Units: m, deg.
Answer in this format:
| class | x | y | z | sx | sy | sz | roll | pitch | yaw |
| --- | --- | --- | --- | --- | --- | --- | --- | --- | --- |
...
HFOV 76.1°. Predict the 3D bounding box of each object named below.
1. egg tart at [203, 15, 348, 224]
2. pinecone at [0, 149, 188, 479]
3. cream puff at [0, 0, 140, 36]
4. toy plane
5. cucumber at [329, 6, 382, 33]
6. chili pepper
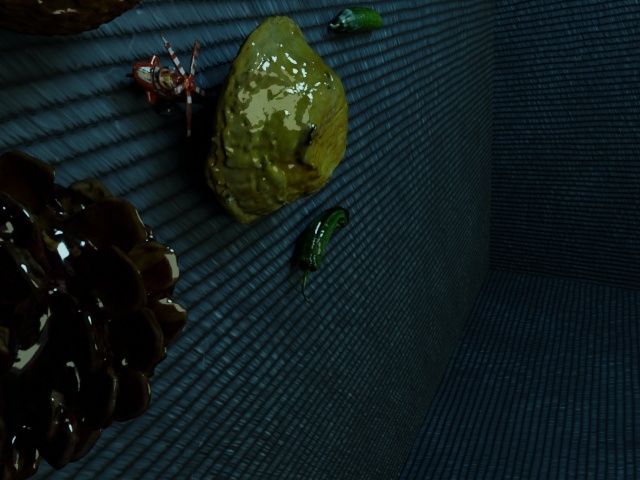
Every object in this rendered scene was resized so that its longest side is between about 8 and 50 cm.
| class | x | y | z | sx | sy | sz | roll | pitch | yaw |
| --- | --- | --- | --- | --- | --- | --- | --- | --- | --- |
| egg tart | -0.053 | -0.174 | 0.677 | 0.352 | 0.152 | 0.340 | 89 | 23 | -52 |
| pinecone | -0.276 | 0.077 | 0.349 | 0.295 | 0.241 | 0.299 | -17 | 117 | -57 |
| cream puff | -0.237 | -0.324 | 0.317 | 0.302 | 0.212 | 0.304 | -25 | 126 | -39 |
| toy plane | -0.184 | -0.219 | 0.592 | 0.194 | 0.077 | 0.126 | -38 | 132 | -57 |
| cucumber | 0.088 | -0.520 | 0.965 | 0.250 | 0.055 | 0.056 | -42 | 130 | -49 |
| chili pepper | 0.000 | 0.000 | 0.930 | 0.279 | 0.065 | 0.122 | -56 | 136 | -41 |
